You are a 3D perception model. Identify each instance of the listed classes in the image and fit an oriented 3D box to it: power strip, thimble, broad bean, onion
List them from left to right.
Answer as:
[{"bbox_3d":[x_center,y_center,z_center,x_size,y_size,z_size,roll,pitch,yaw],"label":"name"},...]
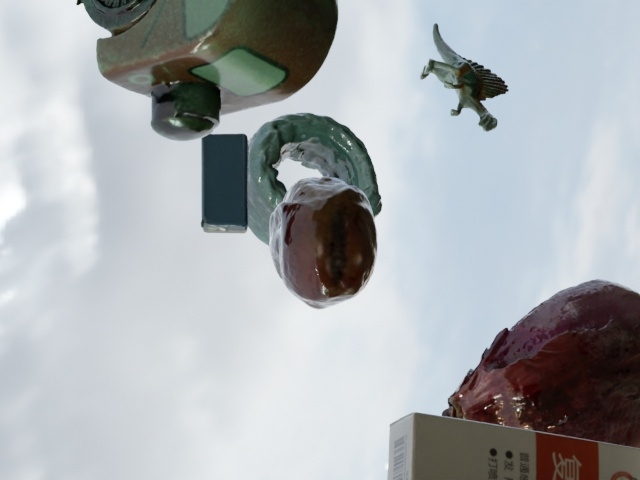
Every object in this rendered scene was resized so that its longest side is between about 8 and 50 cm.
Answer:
[{"bbox_3d":[-0.114,-0.066,1.749,0.032,0.056,0.123,91,178,-69],"label":"power strip"},{"bbox_3d":[-0.015,-0.082,2.251,0.198,0.235,0.143,-56,6,-26],"label":"thimble"},{"bbox_3d":[0.003,0.002,1.772,0.228,0.122,0.156,-122,33,-77],"label":"broad bean"},{"bbox_3d":[0.261,0.173,1.564,0.284,0.120,0.227,-17,-65,-27],"label":"onion"}]

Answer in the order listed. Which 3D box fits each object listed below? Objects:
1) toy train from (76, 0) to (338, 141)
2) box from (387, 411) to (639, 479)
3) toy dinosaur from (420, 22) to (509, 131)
[{"bbox_3d":[-0.072,-0.228,0.981,0.129,0.159,0.326,22,-120,-54],"label":"toy train"},{"bbox_3d":[0.150,0.322,1.132,0.069,0.214,0.353,140,138,-63],"label":"box"},{"bbox_3d":[0.175,-0.197,1.764,0.187,0.106,0.044,-74,3,-57],"label":"toy dinosaur"}]
